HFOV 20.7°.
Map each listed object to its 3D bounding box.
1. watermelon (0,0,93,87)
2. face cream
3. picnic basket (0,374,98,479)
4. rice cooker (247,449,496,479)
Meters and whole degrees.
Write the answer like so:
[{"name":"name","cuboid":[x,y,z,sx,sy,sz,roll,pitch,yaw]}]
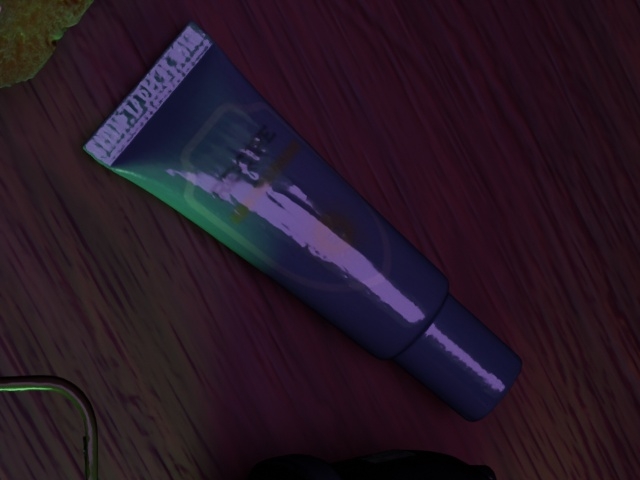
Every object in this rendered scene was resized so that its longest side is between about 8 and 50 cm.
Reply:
[{"name":"watermelon","cuboid":[-0.233,-0.216,1.298,0.140,0.193,0.257,30,74,-47]},{"name":"face cream","cuboid":[0.000,0.000,1.402,0.385,0.086,0.135,41,77,-9]},{"name":"picnic basket","cuboid":[-0.309,0.221,1.185,0.321,0.291,0.254,-2,89,-6]},{"name":"rice cooker","cuboid":[0.040,0.278,1.325,0.224,0.267,0.267,-7,92,-19]}]
